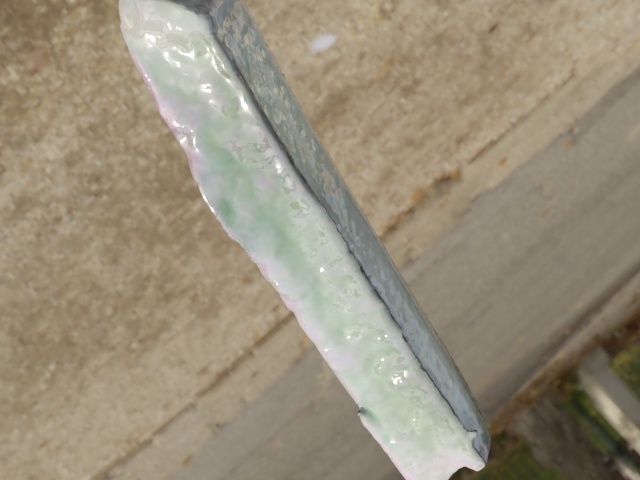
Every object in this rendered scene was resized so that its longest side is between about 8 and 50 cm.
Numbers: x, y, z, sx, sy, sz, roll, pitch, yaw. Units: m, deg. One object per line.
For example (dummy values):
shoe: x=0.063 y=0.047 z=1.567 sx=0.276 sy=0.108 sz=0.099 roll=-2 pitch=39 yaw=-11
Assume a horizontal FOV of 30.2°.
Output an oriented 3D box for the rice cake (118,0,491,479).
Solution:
rice cake: x=0.000 y=0.000 z=0.380 sx=0.036 sy=0.207 sz=0.047 roll=-27 pitch=-151 yaw=11
